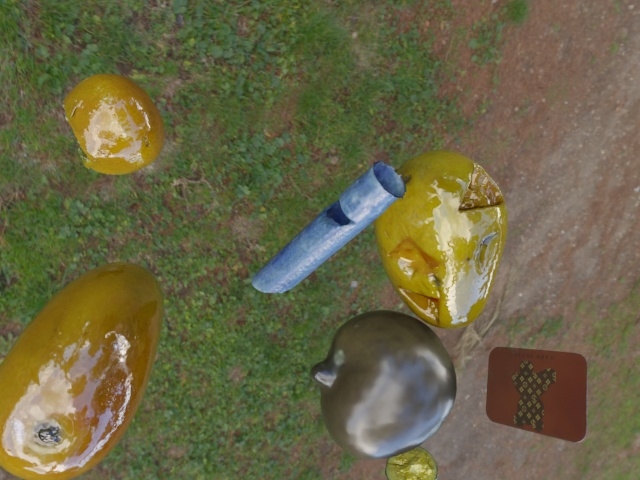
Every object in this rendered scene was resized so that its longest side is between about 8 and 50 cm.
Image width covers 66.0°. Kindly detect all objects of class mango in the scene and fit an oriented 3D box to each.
[{"bbox_3d":[-0.249,0.122,0.533,0.139,0.255,0.175,28,138,-19],"label":"mango"},{"bbox_3d":[0.230,0.007,0.947,0.182,0.252,0.365,-36,121,-40],"label":"mango"}]

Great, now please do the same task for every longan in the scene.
[{"bbox_3d":[0.121,0.288,0.993,0.300,0.243,0.300,4,73,-14],"label":"longan"}]

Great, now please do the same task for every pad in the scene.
[{"bbox_3d":[0.472,0.334,1.101,0.004,0.267,0.181,14,76,-24],"label":"pad"}]

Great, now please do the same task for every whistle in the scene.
[{"bbox_3d":[0.000,0.000,0.719,0.062,0.062,0.304,11,142,-38],"label":"whistle"}]

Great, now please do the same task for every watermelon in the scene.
[{"bbox_3d":[0.187,0.475,1.000,0.105,0.105,0.062,-32,125,-17],"label":"watermelon"}]

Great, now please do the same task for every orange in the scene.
[{"bbox_3d":[-0.315,-0.172,0.748,0.134,0.154,0.155,-46,135,-35],"label":"orange"}]
